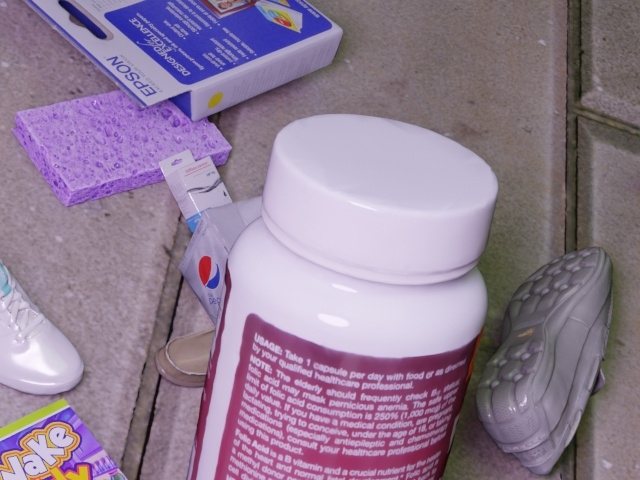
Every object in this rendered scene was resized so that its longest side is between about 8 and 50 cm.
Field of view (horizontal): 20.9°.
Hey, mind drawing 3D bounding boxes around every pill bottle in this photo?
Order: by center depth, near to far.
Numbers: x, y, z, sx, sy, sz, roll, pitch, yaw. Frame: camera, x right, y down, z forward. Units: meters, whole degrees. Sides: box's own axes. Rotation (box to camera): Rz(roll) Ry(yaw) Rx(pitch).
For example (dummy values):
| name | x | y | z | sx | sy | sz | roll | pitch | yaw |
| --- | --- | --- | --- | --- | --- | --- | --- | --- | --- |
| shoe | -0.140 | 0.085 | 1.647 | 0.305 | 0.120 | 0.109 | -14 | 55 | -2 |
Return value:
| name | x | y | z | sx | sy | sz | roll | pitch | yaw |
| --- | --- | --- | --- | --- | --- | --- | --- | --- | --- |
| pill bottle | 0.017 | 0.105 | 1.488 | 0.224 | 0.392 | 0.224 | 10 | 27 | -5 |

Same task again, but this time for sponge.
| name | x | y | z | sx | sy | sz | roll | pitch | yaw |
| --- | --- | --- | --- | --- | --- | --- | --- | --- | --- |
| sponge | -0.212 | -0.109 | 1.862 | 0.210 | 0.031 | 0.117 | -17 | 59 | -37 |

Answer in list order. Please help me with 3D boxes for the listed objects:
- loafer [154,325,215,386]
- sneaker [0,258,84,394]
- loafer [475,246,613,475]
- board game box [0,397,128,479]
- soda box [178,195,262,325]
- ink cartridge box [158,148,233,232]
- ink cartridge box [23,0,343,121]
| name | x | y | z | sx | sy | sz | roll | pitch | yaw |
| --- | --- | --- | --- | --- | --- | --- | --- | --- | --- |
| loafer | -0.094 | 0.106 | 1.710 | 0.148 | 0.050 | 0.056 | -7 | 52 | -33 |
| sneaker | -0.304 | 0.057 | 1.621 | 0.212 | 0.094 | 0.080 | 38 | 43 | 10 |
| loafer | 0.251 | 0.121 | 1.843 | 0.111 | 0.112 | 0.319 | 59 | 39 | -20 |
| board game box | -0.288 | 0.300 | 1.417 | 0.347 | 0.078 | 0.233 | -26 | 65 | -40 |
| soda box | 0.000 | 0.000 | 1.821 | 0.286 | 0.098 | 0.091 | -15 | 58 | -35 |
| ink cartridge box | -0.130 | -0.057 | 1.834 | 0.048 | 0.028 | 0.083 | -28 | 92 | -41 |
| ink cartridge box | -0.185 | -0.258 | 1.963 | 0.307 | 0.072 | 0.303 | -27 | 58 | -38 |
